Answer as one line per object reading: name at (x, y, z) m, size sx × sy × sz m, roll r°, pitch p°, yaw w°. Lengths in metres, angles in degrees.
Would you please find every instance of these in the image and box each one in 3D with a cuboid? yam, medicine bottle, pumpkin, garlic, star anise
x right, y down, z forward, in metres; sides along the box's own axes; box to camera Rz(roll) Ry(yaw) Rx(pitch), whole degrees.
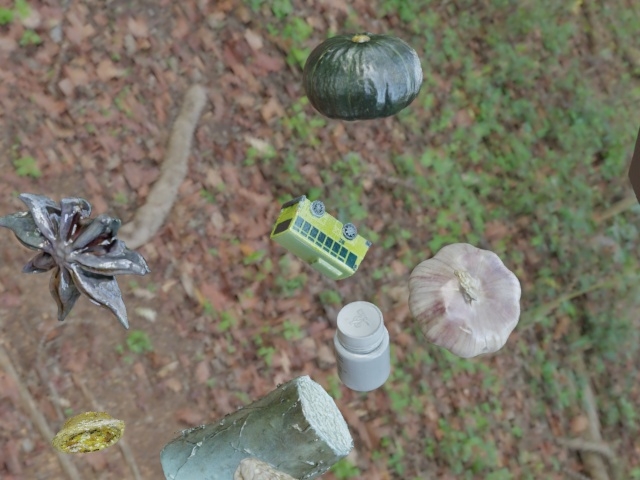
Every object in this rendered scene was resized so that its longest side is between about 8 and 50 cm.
yam at (-0.121, 0.428, 2.247) m, size 0.241 × 0.348 × 0.241 m, roll 50°, pitch 21°, yaw -27°
medicine bottle at (0.060, 0.151, 1.575) m, size 0.130 × 0.080 × 0.080 m, roll 84°, pitch 5°, yaw -49°
pumpkin at (0.073, -0.281, 1.900) m, size 0.211 × 0.211 × 0.152 m, roll -44°, pitch 143°, yaw -61°
garlic at (0.296, 0.106, 2.241) m, size 0.253 × 0.245 × 0.245 m, roll 83°, pitch -6°, yaw -69°
star anise at (-0.281, 0.019, 1.264) m, size 0.061 × 0.204 × 0.181 m, roll -42°, pitch 125°, yaw -53°

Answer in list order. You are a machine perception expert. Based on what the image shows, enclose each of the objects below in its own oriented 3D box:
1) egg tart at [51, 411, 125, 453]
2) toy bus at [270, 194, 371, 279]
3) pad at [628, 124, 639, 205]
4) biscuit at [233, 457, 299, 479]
egg tart at (-0.399, 0.324, 1.884) m, size 0.128 × 0.128 × 0.049 m, roll 23°, pitch 41°, yaw -52°
toy bus at (0.000, 0.000, 2.083) m, size 0.175 × 0.088 × 0.101 m, roll 35°, pitch 62°, yaw -22°
pad at (0.587, -0.174, 1.900) m, size 0.202 × 0.005 × 0.300 m, roll -92°, pitch -178°, yaw -50°
biscuit at (-0.019, 0.305, 1.063) m, size 0.108 × 0.062 × 0.239 m, roll 36°, pitch 6°, yaw -28°
